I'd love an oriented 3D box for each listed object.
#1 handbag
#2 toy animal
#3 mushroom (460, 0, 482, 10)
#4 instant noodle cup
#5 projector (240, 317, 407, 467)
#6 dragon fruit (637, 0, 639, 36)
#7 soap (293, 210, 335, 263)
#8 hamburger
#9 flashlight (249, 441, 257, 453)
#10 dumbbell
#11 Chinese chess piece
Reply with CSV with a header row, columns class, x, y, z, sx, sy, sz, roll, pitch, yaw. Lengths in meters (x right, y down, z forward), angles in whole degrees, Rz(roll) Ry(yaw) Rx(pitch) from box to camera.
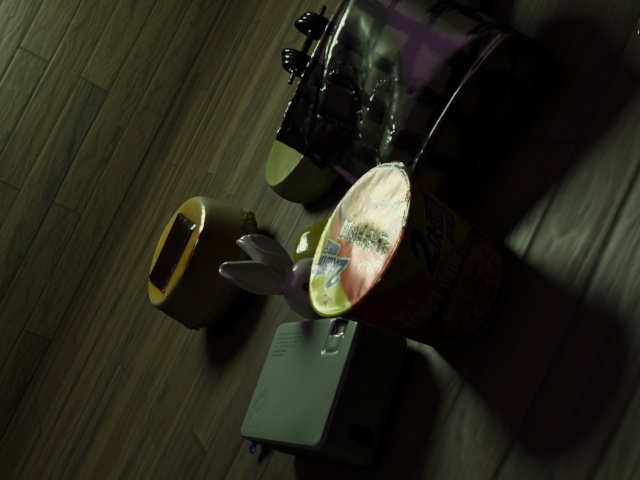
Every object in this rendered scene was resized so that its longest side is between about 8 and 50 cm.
class,x,y,z,sx,sy,sz,roll,pitch,yaw
handbag,0.117,-0.211,1.207,0.325,0.162,0.327,44,111,39
toy animal,-0.032,0.058,1.258,0.131,0.220,0.104,-31,34,52
mushroom,0.219,-0.374,1.362,0.159,0.122,0.329,13,74,27
instant noodle cup,0.113,0.031,1.041,0.213,0.174,0.213,-46,29,35
projector,0.004,0.210,1.170,0.256,0.099,0.192,-17,51,60
dragon fruit,0.395,-0.260,0.760,0.205,0.210,0.268,-65,-2,38
soap,0.001,0.001,1.464,0.140,0.045,0.089,-32,40,47
hamburger,-0.242,0.046,1.764,0.302,0.170,0.302,-41,36,39
flashlight,-0.085,0.295,1.336,0.121,0.035,0.057,-46,28,34
dumbbell,-0.032,-0.464,1.962,0.099,0.099,0.208,9,74,66
Chinese chess piece,-0.015,-0.183,1.637,0.238,0.092,0.238,-47,27,33
